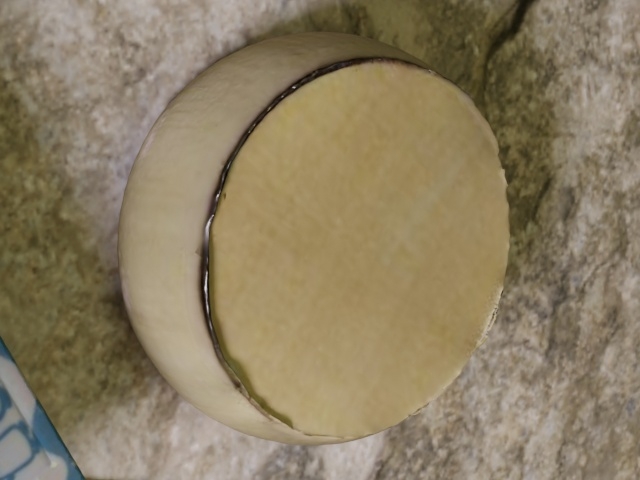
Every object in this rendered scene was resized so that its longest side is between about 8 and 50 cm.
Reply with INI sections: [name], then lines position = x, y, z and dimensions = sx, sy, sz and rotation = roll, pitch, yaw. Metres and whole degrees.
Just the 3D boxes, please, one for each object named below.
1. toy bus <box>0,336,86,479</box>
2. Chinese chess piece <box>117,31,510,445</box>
[toy bus]
position = -0.237, 0.039, 1.023
dimensions = 0.106, 0.131, 0.297
rotation = -38, 118, -23
[Chinese chess piece]
position = 0.000, 0.000, 1.194
dimensions = 0.250, 0.103, 0.250
rotation = -7, 103, -34
